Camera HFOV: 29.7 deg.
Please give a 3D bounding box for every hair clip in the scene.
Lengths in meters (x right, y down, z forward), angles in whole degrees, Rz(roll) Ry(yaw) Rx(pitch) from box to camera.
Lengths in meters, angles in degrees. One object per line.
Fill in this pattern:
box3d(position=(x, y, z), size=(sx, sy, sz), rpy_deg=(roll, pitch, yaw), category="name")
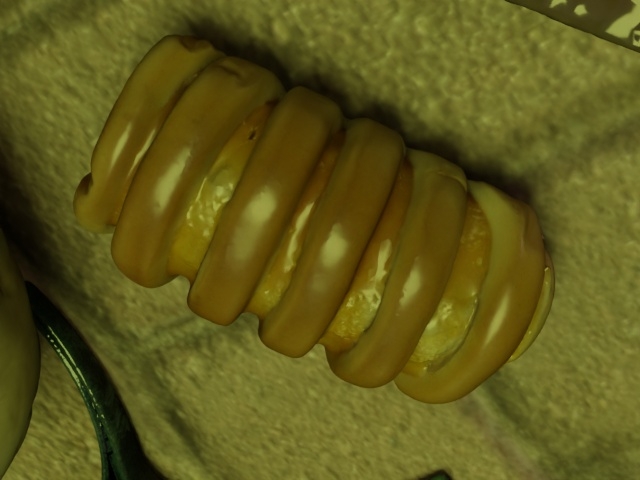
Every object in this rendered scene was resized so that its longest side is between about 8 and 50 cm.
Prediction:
box3d(position=(-0.182, 0.126, 0.961), size=(0.070, 0.039, 0.229), rpy_deg=(-8, 117, 19), category="hair clip")

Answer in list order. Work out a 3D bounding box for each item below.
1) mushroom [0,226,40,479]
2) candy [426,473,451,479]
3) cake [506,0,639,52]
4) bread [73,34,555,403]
box3d(position=(-0.348, 0.053, 0.813), size=(0.325, 0.353, 0.353), rpy_deg=(-41, 107, 12), category="mushroom")
box3d(position=(-0.078, 0.290, 1.012), size=(0.440, 0.119, 0.119), rpy_deg=(-31, 112, 23), category="candy")
box3d(position=(0.108, -0.229, 0.489), size=(0.309, 0.230, 0.237), rpy_deg=(19, 116, -6), category="cake")
box3d(position=(0.000, 0.000, 0.767), size=(0.311, 0.121, 0.173), rpy_deg=(25, 126, -4), category="bread")
